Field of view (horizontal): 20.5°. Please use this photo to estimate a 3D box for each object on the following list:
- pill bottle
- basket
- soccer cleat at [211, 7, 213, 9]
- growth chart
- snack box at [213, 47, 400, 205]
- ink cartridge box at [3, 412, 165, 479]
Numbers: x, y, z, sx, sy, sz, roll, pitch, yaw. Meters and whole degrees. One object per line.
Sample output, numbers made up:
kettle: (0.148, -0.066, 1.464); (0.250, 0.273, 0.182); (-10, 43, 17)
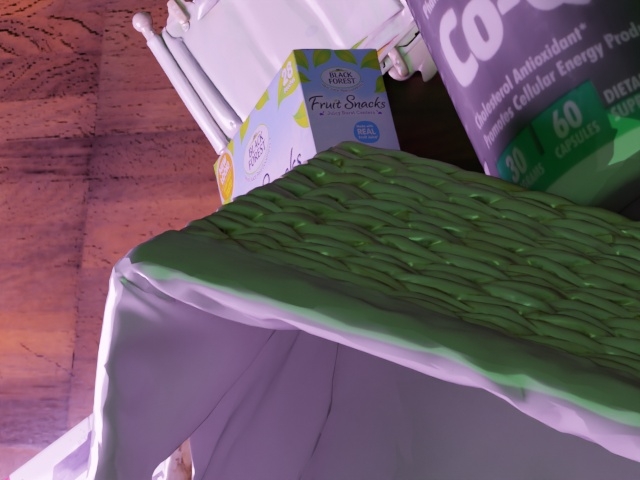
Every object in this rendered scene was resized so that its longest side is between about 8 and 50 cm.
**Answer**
pill bottle: (0.156, -0.172, 1.126); (0.204, 0.204, 0.361); (-32, 65, 20)
basket: (0.069, 0.154, 0.940); (0.331, 0.266, 0.328); (17, 114, 18)
soccer cleat: (-0.058, -0.176, 1.351); (0.083, 0.029, 0.036); (-27, 63, 17)
growth chart: (-0.014, -0.154, 1.308); (0.237, 0.021, 0.172); (-31, 81, 21)
snack box: (0.000, 0.000, 1.202); (0.174, 0.070, 0.207); (130, 134, -56)
ink cartridge box: (-0.118, 0.207, 1.260); (0.237, 0.100, 0.172); (-37, 64, 18)
